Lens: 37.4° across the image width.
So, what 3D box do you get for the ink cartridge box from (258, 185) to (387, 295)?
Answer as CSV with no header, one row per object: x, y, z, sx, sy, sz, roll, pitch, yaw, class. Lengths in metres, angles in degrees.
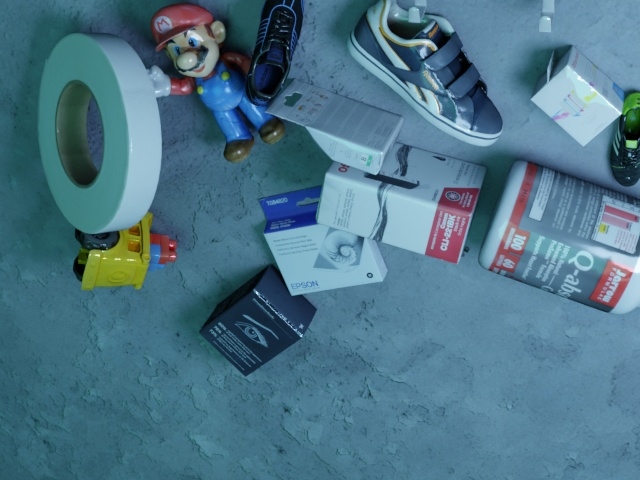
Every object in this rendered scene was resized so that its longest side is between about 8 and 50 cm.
0.000,0.000,1.949,0.223,0.045,0.224,-11,116,26,ink cartridge box

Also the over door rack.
0.259,-0.505,1.492,0.239,0.108,0.324,7,123,17,over door rack

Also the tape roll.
-0.436,-0.207,1.829,0.392,0.072,0.392,14,108,48,tape roll

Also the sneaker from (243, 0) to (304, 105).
-0.075,-0.348,1.668,0.081,0.090,0.232,14,92,-16,sneaker

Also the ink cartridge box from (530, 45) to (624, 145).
0.430,-0.251,1.603,0.143,0.092,0.090,40,126,-6,ink cartridge box

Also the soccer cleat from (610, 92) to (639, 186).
0.533,-0.166,1.630,0.060,0.072,0.179,7,123,16,soccer cleat

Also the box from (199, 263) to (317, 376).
-0.137,0.177,2.074,0.153,0.108,0.207,46,124,-11,box

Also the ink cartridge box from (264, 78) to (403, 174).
0.025,-0.209,1.723,0.224,0.181,0.056,19,122,8,ink cartridge box

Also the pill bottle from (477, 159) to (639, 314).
0.481,0.008,1.676,0.363,0.210,0.210,20,126,8,pill bottle

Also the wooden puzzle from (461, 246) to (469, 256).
0.254,0.006,1.884,0.083,0.006,0.049,42,125,-9,wooden puzzle

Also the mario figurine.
-0.206,-0.289,1.754,0.320,0.198,0.170,54,163,-24,mario figurine

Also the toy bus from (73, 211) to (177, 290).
-0.417,-0.007,2.034,0.211,0.220,0.149,4,142,-18,toy bus

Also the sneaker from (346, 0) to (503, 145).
0.201,-0.296,1.637,0.321,0.126,0.127,36,132,-2,sneaker

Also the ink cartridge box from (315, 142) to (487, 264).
0.150,-0.084,1.746,0.273,0.197,0.114,16,124,10,ink cartridge box
